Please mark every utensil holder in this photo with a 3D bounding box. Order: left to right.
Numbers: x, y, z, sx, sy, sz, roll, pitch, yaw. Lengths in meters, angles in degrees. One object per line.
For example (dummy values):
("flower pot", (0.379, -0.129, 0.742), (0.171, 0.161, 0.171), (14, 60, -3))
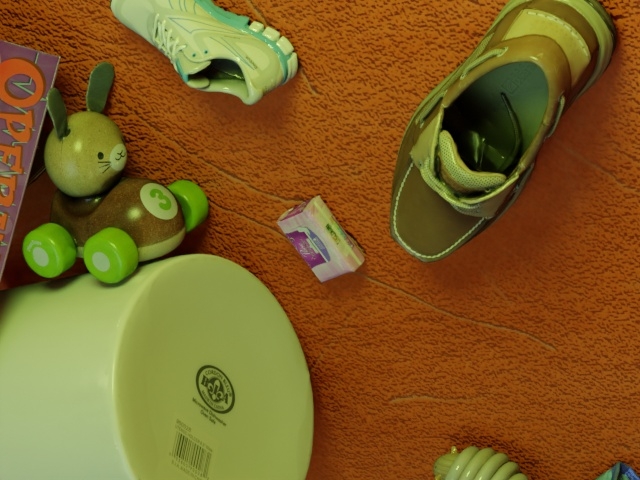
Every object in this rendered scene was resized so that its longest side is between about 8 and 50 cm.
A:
("utensil holder", (-0.245, 0.190, 1.893), (0.385, 0.327, 0.328), (-13, 117, 37))

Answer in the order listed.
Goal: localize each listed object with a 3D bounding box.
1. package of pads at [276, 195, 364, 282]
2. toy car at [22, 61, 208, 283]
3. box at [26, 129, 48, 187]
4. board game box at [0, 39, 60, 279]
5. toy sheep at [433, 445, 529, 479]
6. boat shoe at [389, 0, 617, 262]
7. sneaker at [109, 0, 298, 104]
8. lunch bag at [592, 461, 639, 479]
("package of pads", (0.000, 0.000, 1.772), (0.050, 0.032, 0.083), (-23, 111, 42))
("toy car", (-0.215, -0.075, 1.777), (0.149, 0.155, 0.188), (4, 115, 31))
("box", (-0.418, -0.088, 1.874), (0.203, 0.167, 0.168), (46, 136, -9))
("board game box", (-0.396, -0.040, 1.742), (0.208, 0.347, 0.056), (15, 179, -15))
("toy sheep", (0.173, 0.257, 1.840), (0.132, 0.091, 0.091), (24, 136, 22))
("boat shoe", (0.132, -0.087, 1.545), (0.122, 0.120, 0.324), (34, 137, 5))
("sneaker", (-0.120, -0.182, 1.660), (0.190, 0.083, 0.071), (25, 137, 16))
("lunch bag", (0.228, 0.395, 1.766), (0.138, 0.293, 0.221), (42, 137, -5))
